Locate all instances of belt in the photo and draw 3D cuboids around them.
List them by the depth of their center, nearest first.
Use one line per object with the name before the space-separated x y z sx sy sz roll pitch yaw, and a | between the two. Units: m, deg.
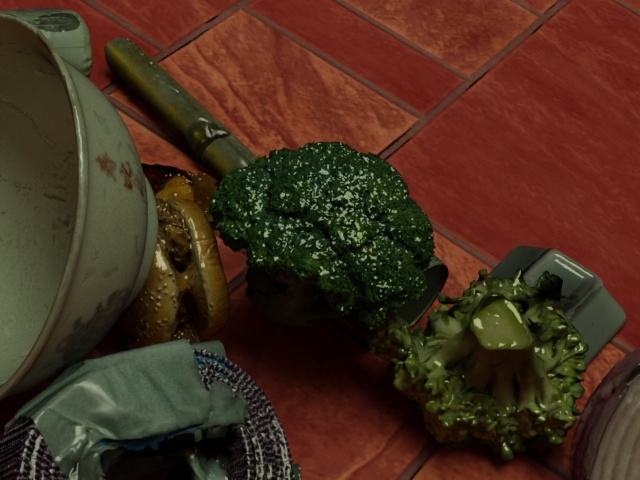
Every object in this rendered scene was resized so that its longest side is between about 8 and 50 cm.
belt | -0.179 0.240 1.674 0.325 0.122 0.260 -10 76 -37

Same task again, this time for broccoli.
broccoli | 0.000 0.000 1.897 0.269 0.241 0.261 31 32 -13
broccoli | 0.195 0.117 1.903 0.263 0.243 0.247 31 75 10

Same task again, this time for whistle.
whistle | -0.175 -0.159 2.210 0.326 0.057 0.068 44 2 25

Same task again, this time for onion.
onion | 0.378 0.285 1.883 0.267 0.159 0.348 43 80 -3

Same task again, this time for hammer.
hammer | -0.357 -0.169 2.100 0.206 0.119 0.335 -8 48 -28

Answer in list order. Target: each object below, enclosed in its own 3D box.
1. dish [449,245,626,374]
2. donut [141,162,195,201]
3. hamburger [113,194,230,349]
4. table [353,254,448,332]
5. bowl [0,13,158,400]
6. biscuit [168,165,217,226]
dish | 0.278 0.087 2.103 0.182 0.080 0.243 35 44 16
donut | -0.220 -0.038 2.038 0.140 0.059 0.140 0 49 0
hamburger | -0.185 0.037 1.891 0.118 0.191 0.182 -17 59 -32
table | 0.037 0.012 2.053 0.220 0.126 0.126 41 46 22
bowl | -0.304 -0.013 1.781 0.196 0.435 0.435 10 38 -42
biscuit | -0.174 -0.045 2.114 0.119 0.019 0.130 29 42 11
